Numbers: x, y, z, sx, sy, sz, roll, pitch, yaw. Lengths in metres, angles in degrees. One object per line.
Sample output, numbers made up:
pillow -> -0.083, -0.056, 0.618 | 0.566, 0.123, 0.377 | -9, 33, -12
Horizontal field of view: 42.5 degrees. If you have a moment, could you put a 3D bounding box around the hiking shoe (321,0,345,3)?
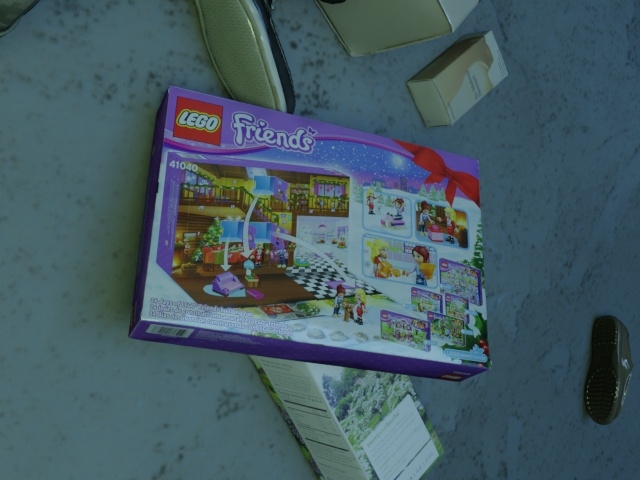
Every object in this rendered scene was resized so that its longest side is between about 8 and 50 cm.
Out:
hiking shoe -> -0.022, -0.345, 0.658 | 0.132, 0.113, 0.304 | 13, 57, -50

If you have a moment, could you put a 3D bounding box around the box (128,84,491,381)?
box -> 0.000, 0.000, 0.690 | 0.293, 0.057, 0.201 | 11, 65, -19

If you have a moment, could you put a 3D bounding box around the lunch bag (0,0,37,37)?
lunch bag -> -0.258, -0.248, 0.436 | 0.305, 0.256, 0.212 | 23, 78, -38

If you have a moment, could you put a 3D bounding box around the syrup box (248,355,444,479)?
syrup box -> 0.017, 0.136, 0.782 | 0.093, 0.096, 0.237 | -40, 114, -32

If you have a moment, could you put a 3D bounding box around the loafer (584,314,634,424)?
loafer -> 0.399, 0.177, 1.120 | 0.050, 0.056, 0.148 | 12, 85, -33

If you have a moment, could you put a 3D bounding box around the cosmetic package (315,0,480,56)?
cosmetic package -> 0.127, -0.327, 0.813 | 0.296, 0.153, 0.129 | -49, 119, -25

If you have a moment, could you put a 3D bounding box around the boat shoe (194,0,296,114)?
boat shoe -> -0.064, -0.211, 0.706 | 0.079, 0.084, 0.233 | -30, 106, -36

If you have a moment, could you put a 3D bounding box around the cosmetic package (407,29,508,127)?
cosmetic package -> 0.153, -0.179, 0.911 | 0.115, 0.041, 0.060 | -44, 118, -29
